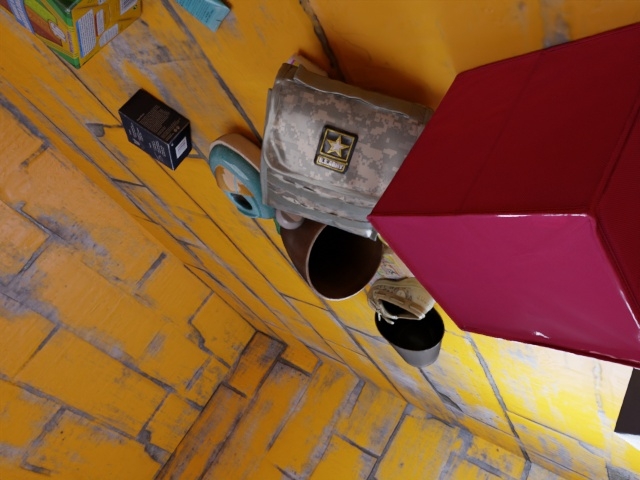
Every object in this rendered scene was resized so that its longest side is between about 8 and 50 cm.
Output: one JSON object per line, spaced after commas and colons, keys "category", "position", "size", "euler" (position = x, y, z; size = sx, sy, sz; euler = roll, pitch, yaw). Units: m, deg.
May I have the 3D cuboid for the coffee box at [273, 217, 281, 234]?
{"category": "coffee box", "position": [-0.047, -0.017, 1.340], "size": [0.184, 0.040, 0.113], "euler": [28, 158, 17]}

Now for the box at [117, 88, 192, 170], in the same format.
{"category": "box", "position": [-0.439, -0.294, 1.244], "size": [0.158, 0.093, 0.156], "euler": [33, 159, -1]}

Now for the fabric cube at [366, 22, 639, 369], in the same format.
{"category": "fabric cube", "position": [0.265, -0.044, 0.542], "size": [0.259, 0.258, 0.254], "euler": [4, 142, 52]}

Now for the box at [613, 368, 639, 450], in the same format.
{"category": "box", "position": [0.748, 0.344, 0.782], "size": [0.294, 0.183, 0.296], "euler": [36, 158, -1]}

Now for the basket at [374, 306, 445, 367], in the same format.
{"category": "basket", "position": [0.278, 0.283, 1.373], "size": [0.204, 0.154, 0.227], "euler": [22, 159, 30]}

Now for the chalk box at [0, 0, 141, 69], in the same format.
{"category": "chalk box", "position": [-0.480, -0.484, 0.783], "size": [0.289, 0.179, 0.180], "euler": [38, 158, -10]}

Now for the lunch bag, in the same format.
{"category": "lunch bag", "position": [0.029, -0.142, 0.758], "size": [0.235, 0.169, 0.287], "euler": [18, 156, 1]}

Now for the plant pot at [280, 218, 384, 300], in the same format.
{"category": "plant pot", "position": [0.000, 0.000, 1.131], "size": [0.230, 0.215, 0.215], "euler": [31, 164, 52]}

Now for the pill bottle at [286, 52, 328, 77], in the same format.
{"category": "pill bottle", "position": [-0.017, -0.268, 0.760], "size": [0.083, 0.043, 0.043], "euler": [34, 159, 1]}

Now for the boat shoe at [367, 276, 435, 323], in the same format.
{"category": "boat shoe", "position": [0.189, 0.159, 1.182], "size": [0.104, 0.089, 0.285], "euler": [36, 158, -8]}

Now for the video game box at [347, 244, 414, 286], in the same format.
{"category": "video game box", "position": [0.170, 0.075, 1.216], "size": [0.187, 0.048, 0.205], "euler": [10, 149, 49]}

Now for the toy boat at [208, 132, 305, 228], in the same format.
{"category": "toy boat", "position": [-0.143, -0.124, 1.104], "size": [0.318, 0.148, 0.267], "euler": [19, 154, 35]}

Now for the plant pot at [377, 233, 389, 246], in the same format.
{"category": "plant pot", "position": [0.164, -0.037, 0.921], "size": [0.134, 0.095, 0.134], "euler": [30, 158, 13]}

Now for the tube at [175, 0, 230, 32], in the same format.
{"category": "tube", "position": [-0.245, -0.429, 0.749], "size": [0.207, 0.052, 0.080], "euler": [37, 164, -22]}
